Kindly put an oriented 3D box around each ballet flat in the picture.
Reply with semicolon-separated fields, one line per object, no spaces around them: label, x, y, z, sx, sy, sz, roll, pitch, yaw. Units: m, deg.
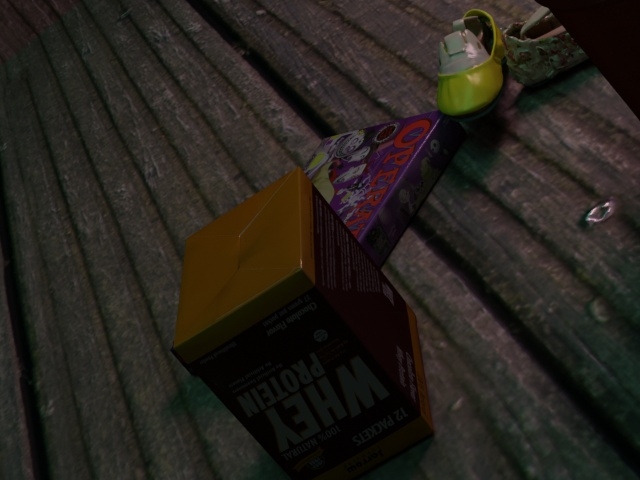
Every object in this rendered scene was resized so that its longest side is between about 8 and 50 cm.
ballet flat;0.161;-0.199;1.622;0.077;0.077;0.231;-16;19;20
ballet flat;0.295;-0.242;1.560;0.241;0.077;0.091;-29;24;21

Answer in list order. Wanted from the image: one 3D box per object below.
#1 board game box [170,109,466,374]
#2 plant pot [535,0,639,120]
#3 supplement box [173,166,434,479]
board game box;0.000;0.000;1.597;0.208;0.056;0.347;-6;40;45
plant pot;0.318;-0.223;1.261;0.272;0.265;0.272;-31;25;16
supplement box;-0.014;0.079;1.289;0.129;0.194;0.191;-32;25;15
